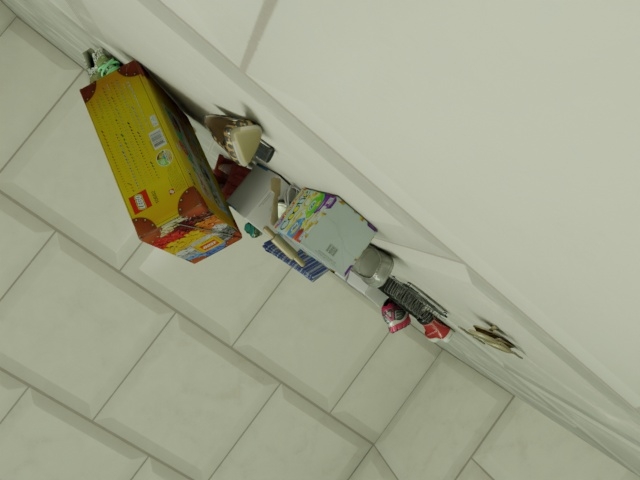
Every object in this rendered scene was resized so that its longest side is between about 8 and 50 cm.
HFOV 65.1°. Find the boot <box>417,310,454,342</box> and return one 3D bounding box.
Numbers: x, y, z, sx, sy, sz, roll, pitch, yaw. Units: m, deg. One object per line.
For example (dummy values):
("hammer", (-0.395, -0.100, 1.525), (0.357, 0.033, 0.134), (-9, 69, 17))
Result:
("boot", (0.480, 0.373, 2.243), (0.176, 0.088, 0.244), (38, 168, 1))

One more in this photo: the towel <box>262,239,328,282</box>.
("towel", (-0.055, 0.042, 2.095), (0.336, 0.243, 0.040), (31, 138, 38))

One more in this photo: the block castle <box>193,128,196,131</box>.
("block castle", (-0.739, -0.488, 2.074), (0.303, 0.213, 0.453), (40, 175, -38))

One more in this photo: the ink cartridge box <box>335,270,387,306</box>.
("ink cartridge box", (0.158, 0.146, 2.177), (0.283, 0.117, 0.207), (35, 175, 35))

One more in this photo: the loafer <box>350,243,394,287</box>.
("loafer", (0.131, 0.064, 1.498), (0.111, 0.112, 0.319), (29, 178, -11))

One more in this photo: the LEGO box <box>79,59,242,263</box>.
("LEGO box", (-0.466, -0.218, 1.520), (0.501, 0.193, 0.372), (63, -178, 16))

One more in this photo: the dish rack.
("dish rack", (0.331, 0.218, 1.803), (0.208, 0.074, 0.271), (37, 176, -12))

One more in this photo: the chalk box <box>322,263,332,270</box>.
("chalk box", (0.000, 0.000, 1.798), (0.213, 0.132, 0.132), (38, 177, 10))

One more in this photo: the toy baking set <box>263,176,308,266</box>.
("toy baking set", (-0.078, -0.053, 1.452), (0.256, 0.197, 0.030), (41, 149, -20))

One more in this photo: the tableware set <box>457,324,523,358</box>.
("tableware set", (0.468, 0.262, 1.356), (0.128, 0.039, 0.194), (17, 169, 43))

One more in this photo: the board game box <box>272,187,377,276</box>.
("board game box", (0.002, -0.031, 1.292), (0.144, 0.142, 0.275), (38, 176, -21))

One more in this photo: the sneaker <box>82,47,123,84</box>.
("sneaker", (-0.715, -0.557, 1.712), (0.410, 0.158, 0.182), (28, 154, 38))

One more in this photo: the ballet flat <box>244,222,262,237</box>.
("ballet flat", (-0.280, -0.047, 2.170), (0.070, 0.070, 0.188), (39, 178, -23))

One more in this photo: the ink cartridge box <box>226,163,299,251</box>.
("ink cartridge box", (-0.145, -0.099, 1.619), (0.232, 0.168, 0.171), (41, 176, -38))

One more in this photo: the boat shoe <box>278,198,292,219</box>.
("boat shoe", (-0.047, -0.069, 1.551), (0.233, 0.084, 0.079), (26, -135, -29))

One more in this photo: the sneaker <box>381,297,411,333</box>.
("sneaker", (0.315, 0.265, 2.042), (0.112, 0.120, 0.299), (60, -165, -4))

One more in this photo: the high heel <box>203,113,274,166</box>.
("high heel", (-0.214, -0.239, 1.086), (0.186, 0.093, 0.261), (30, -176, 7))

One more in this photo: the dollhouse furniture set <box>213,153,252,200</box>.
("dollhouse furniture set", (-0.214, -0.173, 1.861), (0.373, 0.152, 0.201), (19, -174, -33))

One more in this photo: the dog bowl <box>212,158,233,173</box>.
("dog bowl", (-0.314, -0.195, 2.192), (0.407, 0.150, 0.408), (37, 177, 2))
